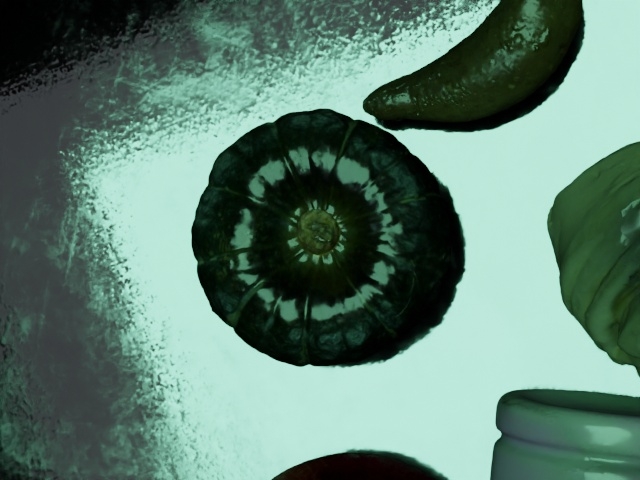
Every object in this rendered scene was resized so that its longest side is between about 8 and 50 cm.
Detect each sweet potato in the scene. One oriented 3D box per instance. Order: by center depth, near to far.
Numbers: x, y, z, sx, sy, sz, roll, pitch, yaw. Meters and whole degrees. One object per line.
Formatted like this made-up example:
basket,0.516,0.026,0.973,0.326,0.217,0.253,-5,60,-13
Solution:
sweet potato,0.186,-0.208,1.713,0.310,0.098,0.124,-49,58,5

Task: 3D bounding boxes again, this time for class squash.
squash,0.000,0.000,1.692,0.252,0.165,0.252,-1,82,11

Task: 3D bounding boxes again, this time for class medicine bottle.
medicine bottle,0.249,0.308,1.591,0.212,0.212,0.326,5,90,11

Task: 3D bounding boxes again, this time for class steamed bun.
steamed bun,0.371,0.025,1.607,0.320,0.206,0.275,-6,86,13

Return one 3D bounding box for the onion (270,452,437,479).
onion,0.036,0.332,1.647,0.272,0.195,0.272,0,78,-2
